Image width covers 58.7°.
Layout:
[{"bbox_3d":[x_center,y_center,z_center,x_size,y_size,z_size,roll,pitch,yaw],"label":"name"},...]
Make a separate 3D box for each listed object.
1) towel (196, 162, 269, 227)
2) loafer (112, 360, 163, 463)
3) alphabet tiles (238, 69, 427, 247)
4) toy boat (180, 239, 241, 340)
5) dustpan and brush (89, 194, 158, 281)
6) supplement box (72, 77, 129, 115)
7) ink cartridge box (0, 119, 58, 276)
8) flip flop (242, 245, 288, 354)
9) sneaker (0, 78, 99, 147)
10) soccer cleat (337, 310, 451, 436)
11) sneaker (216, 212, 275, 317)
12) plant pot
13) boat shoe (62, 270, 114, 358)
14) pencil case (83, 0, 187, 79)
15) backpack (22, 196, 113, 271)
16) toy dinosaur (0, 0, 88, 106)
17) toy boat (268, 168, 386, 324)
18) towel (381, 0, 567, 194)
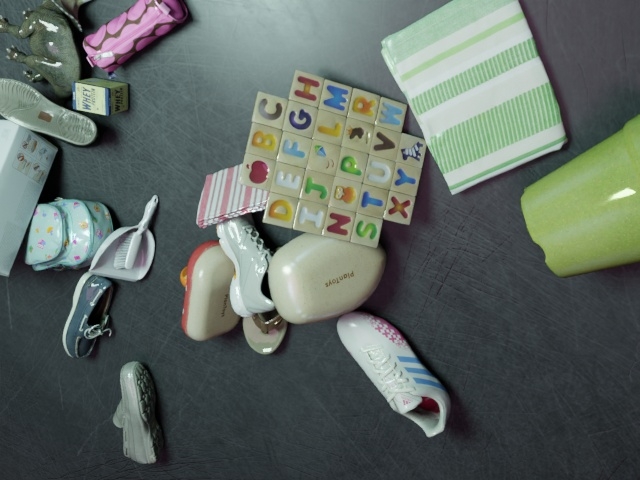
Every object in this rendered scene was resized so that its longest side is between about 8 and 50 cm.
[{"bbox_3d":[-0.161,-0.105,1.176,0.197,0.144,0.029,-14,138,19],"label":"towel"},{"bbox_3d":[-0.494,0.459,1.500,0.112,0.112,0.319,1,113,4],"label":"loafer"},{"bbox_3d":[0.031,-0.148,1.063,0.343,0.011,0.285,13,89,-16],"label":"alphabet tiles"},{"bbox_3d":[-0.262,0.102,1.297,0.151,0.151,0.231,30,120,33],"label":"toy boat"},{"bbox_3d":[-0.423,-0.008,1.302,0.060,0.147,0.211,15,87,33],"label":"dustpan and brush"},{"bbox_3d":[-0.458,-0.302,1.190,0.083,0.083,0.056,12,115,9],"label":"supplement box"},{"bbox_3d":[-0.765,-0.103,1.228,0.272,0.130,0.309,8,73,17],"label":"ink cartridge box"},{"bbox_3d":[-0.114,0.144,1.292,0.112,0.080,0.277,23,115,4],"label":"flip flop"},{"bbox_3d":[-0.577,-0.253,1.196,0.222,0.118,0.083,27,81,-14],"label":"sneaker"},{"bbox_3d":[0.165,0.290,1.250,0.331,0.143,0.116,43,115,-6],"label":"soccer cleat"},{"bbox_3d":[-0.135,0.029,1.206,0.121,0.099,0.262,-10,92,36],"label":"sneaker"},{"bbox_3d":[0.502,-0.059,0.978,0.254,0.276,0.276,-27,103,34],"label":"plant pot"},{"bbox_3d":[-0.571,0.197,1.423,0.079,0.095,0.254,26,107,15],"label":"boat shoe"},{"bbox_3d":[-0.364,-0.411,1.115,0.209,0.098,0.095,-27,109,22],"label":"pencil case"},{"bbox_3d":[-0.575,-0.015,1.294,0.189,0.144,0.165,-6,83,15],"label":"backpack"},{"bbox_3d":[-0.549,-0.383,1.161,0.160,0.121,0.313,15,112,15],"label":"toy dinosaur"},{"bbox_3d":[0.000,0.000,1.159,0.268,0.148,0.318,-15,102,-28],"label":"toy boat"},{"bbox_3d":[0.285,-0.274,1.048,0.248,0.038,0.324,-23,103,20],"label":"towel"}]
